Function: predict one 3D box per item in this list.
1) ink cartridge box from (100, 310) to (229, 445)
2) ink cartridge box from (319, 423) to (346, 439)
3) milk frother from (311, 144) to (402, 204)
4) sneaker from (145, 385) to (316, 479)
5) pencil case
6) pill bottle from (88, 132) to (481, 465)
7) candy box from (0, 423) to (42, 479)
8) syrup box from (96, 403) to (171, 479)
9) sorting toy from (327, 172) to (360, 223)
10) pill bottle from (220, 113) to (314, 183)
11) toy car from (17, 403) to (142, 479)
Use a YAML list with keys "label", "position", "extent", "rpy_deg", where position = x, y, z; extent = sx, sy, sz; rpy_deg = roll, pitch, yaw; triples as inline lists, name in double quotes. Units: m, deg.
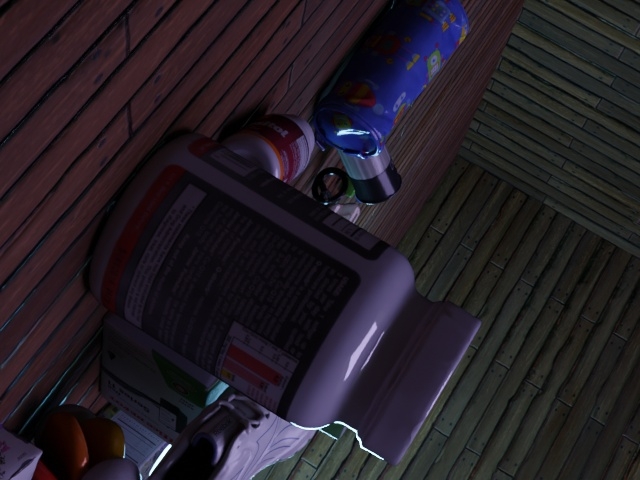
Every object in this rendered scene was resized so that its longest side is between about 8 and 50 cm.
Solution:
- label: "ink cartridge box"
  position: [-0.181, 0.155, 1.367]
  extent: [0.087, 0.153, 0.208]
  rpy_deg: [-51, 168, -32]
- label: "ink cartridge box"
  position: [-0.038, 0.161, 1.805]
  extent: [0.201, 0.278, 0.117]
  rpy_deg: [-45, 160, -60]
- label: "milk frother"
  position: [0.042, -0.131, 1.901]
  extent: [0.143, 0.129, 0.134]
  rpy_deg: [-30, 130, -5]
- label: "sneaker"
  position: [-0.086, 0.214, 1.278]
  extent: [0.297, 0.111, 0.129]
  rpy_deg: [-50, 162, -24]
- label: "pencil case"
  position: [0.109, -0.252, 1.728]
  extent: [0.306, 0.119, 0.133]
  rpy_deg: [-55, 147, -26]
- label: "pill bottle"
  position: [-0.034, 0.063, 1.166]
  extent: [0.210, 0.363, 0.210]
  rpy_deg: [-57, 171, -14]
- label: "candy box"
  position: [-0.359, 0.285, 1.060]
  extent: [0.196, 0.070, 0.165]
  rpy_deg: [-62, 171, 25]
- label: "syrup box"
  position: [-0.270, 0.287, 1.498]
  extent: [0.093, 0.096, 0.237]
  rpy_deg: [-61, 172, 28]
- label: "sorting toy"
  position: [0.000, 0.000, 2.265]
  extent: [0.347, 0.047, 0.196]
  rpy_deg: [-60, 167, 8]
- label: "pill bottle"
  position: [-0.063, -0.104, 1.370]
  extent: [0.086, 0.086, 0.152]
  rpy_deg: [-63, 171, 27]
- label: "toy car"
  position: [-0.293, 0.266, 1.221]
  extent: [0.136, 0.159, 0.182]
  rpy_deg: [25, 98, -47]
